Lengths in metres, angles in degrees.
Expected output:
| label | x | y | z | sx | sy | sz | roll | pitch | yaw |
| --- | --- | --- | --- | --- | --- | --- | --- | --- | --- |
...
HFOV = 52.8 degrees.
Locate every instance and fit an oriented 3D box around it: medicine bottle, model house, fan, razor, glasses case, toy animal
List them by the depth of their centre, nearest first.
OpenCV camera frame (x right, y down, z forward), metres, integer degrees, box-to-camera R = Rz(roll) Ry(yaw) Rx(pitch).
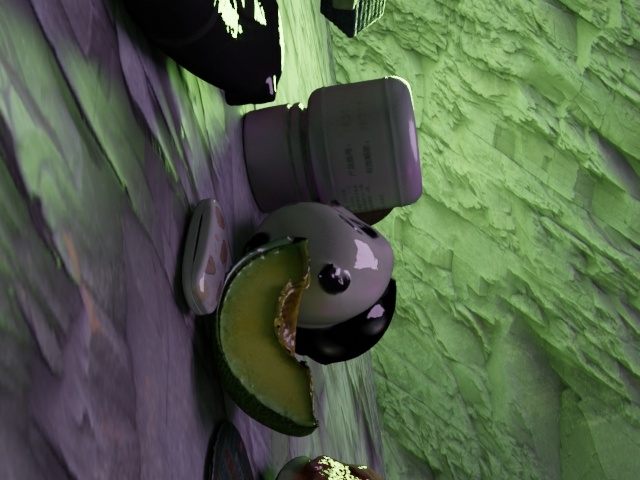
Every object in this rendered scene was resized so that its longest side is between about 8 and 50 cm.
| label | x | y | z | sx | sy | sz | roll | pitch | yaw |
| --- | --- | --- | --- | --- | --- | --- | --- | --- | --- |
| glasses case | -0.138 | 0.016 | 0.780 | 0.164 | 0.041 | 0.063 | -89 | 169 | -45 |
| fan | -0.105 | 0.378 | 0.786 | 0.223 | 0.012 | 0.294 | 73 | 12 | -58 |
| razor | -0.141 | -0.302 | 0.799 | 0.349 | 0.113 | 0.204 | 28 | 57 | -76 |
| toy animal | 0.003 | 0.065 | 1.073 | 0.310 | 0.251 | 0.251 | 55 | 27 | -58 |
| medicine bottle | 0.027 | -0.166 | 1.201 | 0.241 | 0.302 | 0.241 | -7 | 90 | -83 |
| model house | 0.005 | -0.633 | 1.506 | 0.245 | 0.312 | 0.280 | 99 | -6 | -59 |

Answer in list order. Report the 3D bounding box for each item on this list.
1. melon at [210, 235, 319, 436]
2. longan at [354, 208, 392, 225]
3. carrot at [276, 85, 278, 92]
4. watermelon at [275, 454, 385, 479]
| label | x | y | z | sx | sy | sz | roll | pitch | yaw |
| --- | --- | --- | --- | --- | --- | --- | --- | --- | --- |
| melon | -0.081 | 0.139 | 0.841 | 0.169 | 0.129 | 0.265 | 108 | -19 | -53 |
| longan | 0.052 | -0.160 | 1.508 | 0.297 | 0.297 | 0.297 | -8 | 90 | -82 |
| carrot | -0.132 | -0.299 | 1.066 | 0.336 | 0.069 | 0.069 | 38 | 44 | -74 |
| watermelon | 0.036 | 0.471 | 0.926 | 0.283 | 0.292 | 0.250 | -81 | -168 | -71 |
